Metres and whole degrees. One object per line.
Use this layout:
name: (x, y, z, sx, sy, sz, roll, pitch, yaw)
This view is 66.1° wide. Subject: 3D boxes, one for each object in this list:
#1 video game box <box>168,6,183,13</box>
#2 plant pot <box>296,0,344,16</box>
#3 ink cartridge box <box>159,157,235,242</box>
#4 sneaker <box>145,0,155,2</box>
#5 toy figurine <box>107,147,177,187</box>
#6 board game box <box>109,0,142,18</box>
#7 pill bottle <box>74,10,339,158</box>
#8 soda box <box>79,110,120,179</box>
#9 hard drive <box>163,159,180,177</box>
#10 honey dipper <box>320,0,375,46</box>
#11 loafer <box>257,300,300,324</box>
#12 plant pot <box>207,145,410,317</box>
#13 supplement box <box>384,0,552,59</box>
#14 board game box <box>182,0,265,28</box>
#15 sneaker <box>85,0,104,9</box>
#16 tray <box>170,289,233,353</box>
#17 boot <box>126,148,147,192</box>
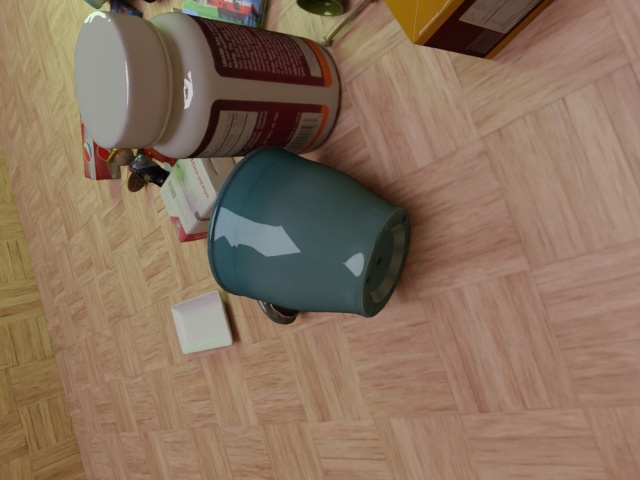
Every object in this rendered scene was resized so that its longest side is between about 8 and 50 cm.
video game box: (-0.366, -0.433, 1.229, 0.187, 0.048, 0.205, -26, 80, 42)
plant pot: (0.005, -0.439, 0.839, 0.083, 0.083, 0.079, 13, 96, 43)
ink cartridge box: (-0.286, -0.117, 1.182, 0.218, 0.092, 0.158, -40, 70, 44)
sneaker: (-0.409, -0.697, 1.203, 0.121, 0.079, 0.217, 45, 135, 25)
toy figurine: (-0.375, -0.252, 1.128, 0.213, 0.148, 0.209, -48, 21, 26)
board game box: (-0.570, -0.572, 1.412, 0.136, 0.035, 0.201, 41, 125, 32)
pill bottle: (-0.176, -0.251, 0.827, 0.224, 0.392, 0.224, 11, 106, 43)
soda box: (-0.702, -0.327, 1.562, 0.092, 0.083, 0.263, 14, 108, 43)
hard drive: (-0.379, -0.235, 1.299, 0.135, 0.022, 0.094, -33, 75, 43)
honey dipper: (0.051, -0.385, 0.834, 0.161, 0.030, 0.030, -30, 77, 48)
loafer: (-0.089, 0.050, 1.017, 0.087, 0.094, 0.251, -18, 85, 50)
plant pot: (0.000, 0.000, 0.815, 0.255, 0.272, 0.271, 17, 111, 27)
supplement box: (0.164, -0.349, 0.606, 0.129, 0.194, 0.191, -42, 69, 42)
board game box: (-0.182, -0.529, 0.971, 0.160, 0.039, 0.211, 16, 113, 4)
sneaker: (-0.596, -0.768, 1.356, 0.208, 0.127, 0.319, -47, 42, 12)
tray: (-0.317, 0.223, 1.329, 0.270, 0.030, 0.145, -21, 83, 46)
boot: (-0.543, -0.223, 1.447, 0.084, 0.059, 0.158, 37, 114, 38)
